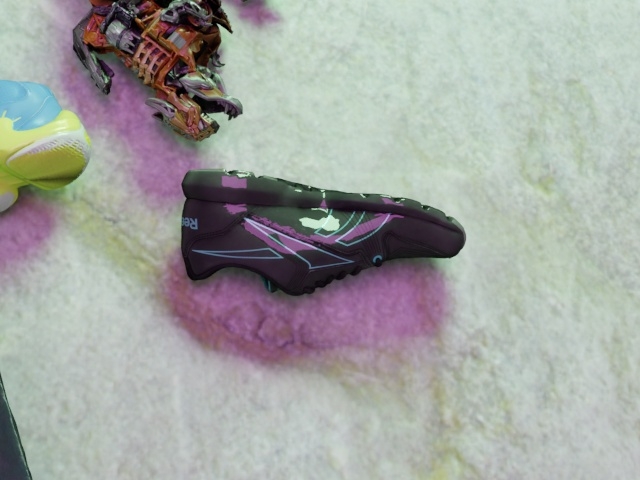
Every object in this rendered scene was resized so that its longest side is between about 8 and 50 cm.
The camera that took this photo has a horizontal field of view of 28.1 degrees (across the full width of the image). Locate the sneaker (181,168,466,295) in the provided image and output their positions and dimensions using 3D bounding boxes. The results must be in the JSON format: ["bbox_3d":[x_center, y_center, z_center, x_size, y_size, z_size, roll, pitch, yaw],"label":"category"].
[{"bbox_3d":[0.000,0.000,1.178,0.267,0.101,0.106,8,89,-8],"label":"sneaker"}]

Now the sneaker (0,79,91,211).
[{"bbox_3d":[-0.333,-0.077,1.153,0.240,0.091,0.126,-17,53,-16],"label":"sneaker"}]

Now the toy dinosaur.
[{"bbox_3d":[-0.152,-0.257,1.220,0.218,0.164,0.322,-29,97,-3],"label":"toy dinosaur"}]

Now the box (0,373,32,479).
[{"bbox_3d":[-0.438,0.241,0.833,0.479,0.297,0.472,-12,71,-28],"label":"box"}]
